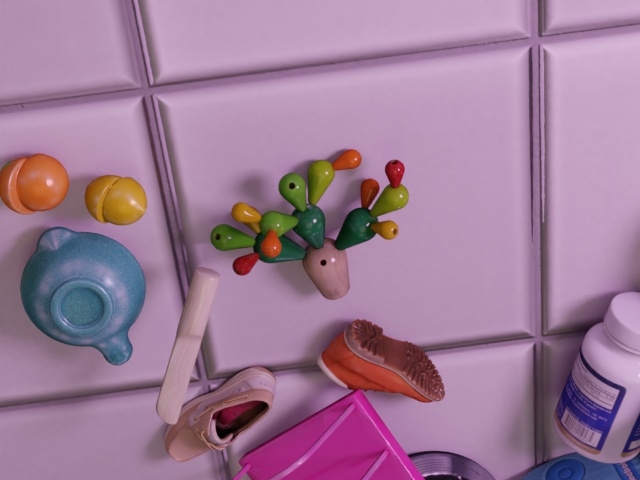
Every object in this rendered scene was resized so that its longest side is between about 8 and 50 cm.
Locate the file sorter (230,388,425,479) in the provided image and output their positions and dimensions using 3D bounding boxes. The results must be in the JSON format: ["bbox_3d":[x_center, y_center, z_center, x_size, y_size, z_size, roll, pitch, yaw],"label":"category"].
[{"bbox_3d":[0.022,0.366,1.606,0.202,0.182,0.290,-34,92,32],"label":"file sorter"}]

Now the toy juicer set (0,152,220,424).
[{"bbox_3d":[-0.233,0.029,1.501,0.329,0.089,0.209,35,103,-17],"label":"toy juicer set"}]

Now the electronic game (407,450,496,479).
[{"bbox_3d":[0.134,0.376,1.760,0.229,0.048,0.229,-3,102,-16],"label":"electronic game"}]

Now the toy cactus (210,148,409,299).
[{"bbox_3d":[0.000,0.000,1.498,0.219,0.112,0.180,-22,135,0],"label":"toy cactus"}]

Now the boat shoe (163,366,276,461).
[{"bbox_3d":[-0.122,0.216,1.654,0.170,0.059,0.063,-40,120,21],"label":"boat shoe"}]

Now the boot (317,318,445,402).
[{"bbox_3d":[0.072,0.154,1.638,0.158,0.059,0.085,32,127,-23],"label":"boot"}]

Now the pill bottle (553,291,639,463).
[{"bbox_3d":[0.351,0.158,1.628,0.112,0.112,0.186,7,125,-11],"label":"pill bottle"}]

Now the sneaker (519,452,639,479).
[{"bbox_3d":[0.403,0.364,1.774,0.319,0.127,0.208,-14,124,6],"label":"sneaker"}]
